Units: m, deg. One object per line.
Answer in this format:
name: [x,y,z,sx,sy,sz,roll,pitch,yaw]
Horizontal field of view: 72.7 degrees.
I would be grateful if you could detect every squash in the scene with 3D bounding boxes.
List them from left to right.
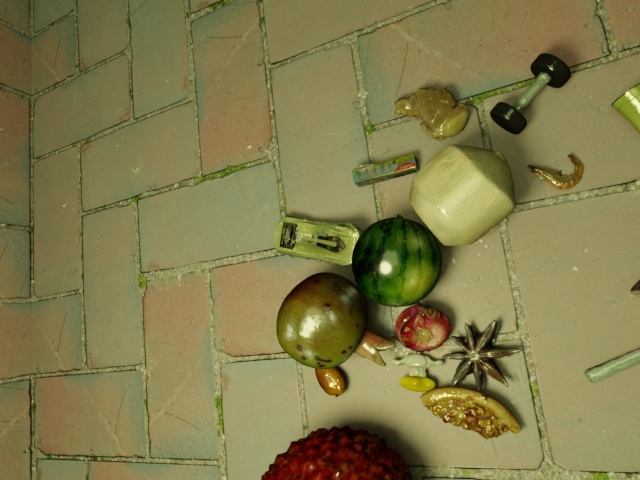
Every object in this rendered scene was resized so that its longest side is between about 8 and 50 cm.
squash: [0.786,-0.264,1.020,0.094,0.094,0.224,-30,79,19]

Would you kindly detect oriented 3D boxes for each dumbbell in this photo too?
dumbbell: [0.543,-0.378,1.132,0.100,0.100,0.191,46,104,22]

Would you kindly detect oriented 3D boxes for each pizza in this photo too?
pizza: [0.381,0.438,1.111,0.246,0.058,0.127,23,118,17]

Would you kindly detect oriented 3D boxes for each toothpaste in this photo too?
toothpaste: [0.190,-0.209,1.293,0.193,0.070,0.044,-12,77,23]

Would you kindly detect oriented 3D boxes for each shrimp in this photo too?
shrimp: [0.605,-0.184,1.121,0.127,0.025,0.091,25,94,21]

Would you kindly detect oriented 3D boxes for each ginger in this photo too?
ginger: [0.319,-0.382,1.255,0.213,0.074,0.137,44,103,29]

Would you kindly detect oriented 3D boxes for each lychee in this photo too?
lychee: [0.016,0.705,1.067,0.500,0.425,0.424,-42,66,-15]

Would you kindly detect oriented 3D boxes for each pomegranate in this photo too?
pomegranate: [0.030,0.251,1.223,0.291,0.291,0.323,-43,99,15]

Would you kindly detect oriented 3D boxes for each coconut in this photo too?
coconut: [0.368,-0.122,1.107,0.247,0.245,0.245,-39,70,15]

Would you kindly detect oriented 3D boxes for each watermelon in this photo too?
watermelon: [0.203,0.057,1.164,0.242,0.242,0.242,-3,83,25]

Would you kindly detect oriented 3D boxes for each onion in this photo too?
onion: [0.274,0.220,1.195,0.150,0.140,0.150,0,121,1]

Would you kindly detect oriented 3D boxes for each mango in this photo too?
mango: [0.028,0.408,1.301,0.077,0.063,0.127,-48,62,18]

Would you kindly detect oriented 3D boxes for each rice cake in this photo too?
rice cake: [0.720,0.275,1.008,0.207,0.033,0.033,-34,70,18]

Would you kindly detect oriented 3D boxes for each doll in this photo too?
doll: [0.259,0.357,1.200,0.135,0.071,0.113,21,85,30]

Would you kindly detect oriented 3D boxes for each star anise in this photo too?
star anise: [0.417,0.302,1.129,0.180,0.061,0.205,13,90,31]

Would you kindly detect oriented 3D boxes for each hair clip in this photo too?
hair clip: [0.000,0.000,1.351,0.321,0.091,0.138,10,97,37]

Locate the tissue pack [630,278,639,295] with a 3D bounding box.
tissue pack: [0.790,0.041,0.927,0.073,0.173,0.235,43,101,24]
